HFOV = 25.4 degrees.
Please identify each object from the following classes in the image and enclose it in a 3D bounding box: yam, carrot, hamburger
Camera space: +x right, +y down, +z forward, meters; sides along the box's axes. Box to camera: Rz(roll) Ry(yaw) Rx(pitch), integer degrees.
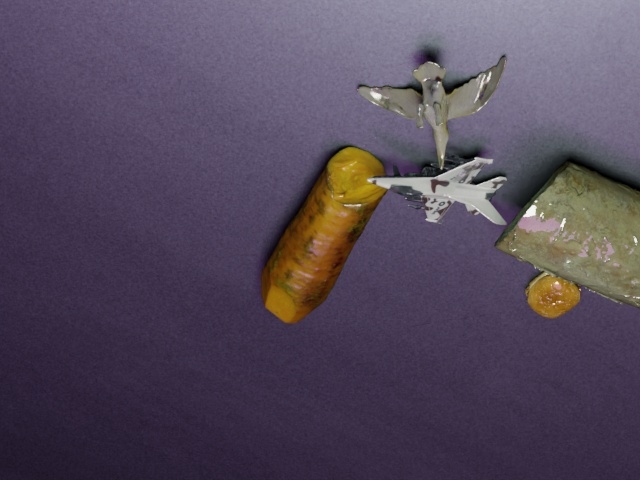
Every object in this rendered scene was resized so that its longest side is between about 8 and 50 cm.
[{"bbox_3d":[0.419,-0.005,2.080,0.304,0.168,0.168,23,127,-9],"label":"yam"},{"bbox_3d":[0.000,0.000,2.178,0.114,0.114,0.302,23,126,-10],"label":"carrot"},{"bbox_3d":[0.367,0.085,2.234,0.076,0.044,0.083,30,123,-16],"label":"hamburger"}]

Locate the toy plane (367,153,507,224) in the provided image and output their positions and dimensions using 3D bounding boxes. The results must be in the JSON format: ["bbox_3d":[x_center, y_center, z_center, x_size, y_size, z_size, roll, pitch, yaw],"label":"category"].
[{"bbox_3d":[0.173,-0.084,2.105,0.234,0.082,0.160,17,138,-19],"label":"toy plane"}]

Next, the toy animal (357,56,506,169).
[{"bbox_3d":[0.156,-0.176,2.009,0.219,0.095,0.155,-2,94,16],"label":"toy animal"}]
